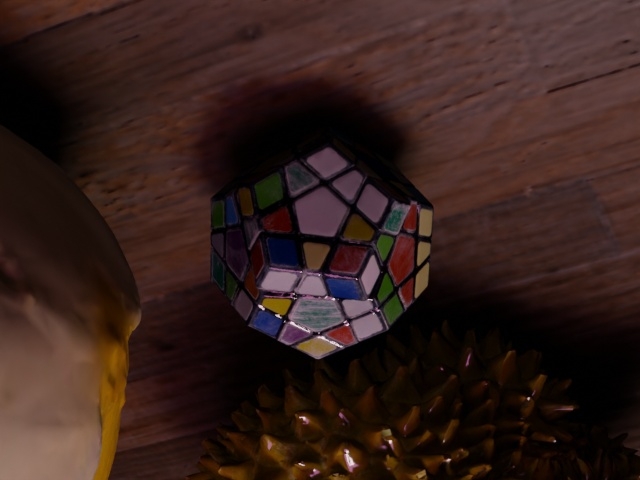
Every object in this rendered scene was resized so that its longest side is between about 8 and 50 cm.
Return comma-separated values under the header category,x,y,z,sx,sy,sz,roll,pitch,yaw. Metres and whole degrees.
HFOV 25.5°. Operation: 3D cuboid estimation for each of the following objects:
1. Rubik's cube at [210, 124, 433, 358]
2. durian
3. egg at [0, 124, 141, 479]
category,x,y,z,sx,sy,sz,roll,pitch,yaw
Rubik's cube,0.000,0.000,0.677,0.111,0.111,0.093,2,166,0
durian,0.067,0.181,0.779,0.293,0.258,0.258,0,139,-14
egg,-0.251,0.074,0.633,0.345,0.283,0.283,-29,130,33
